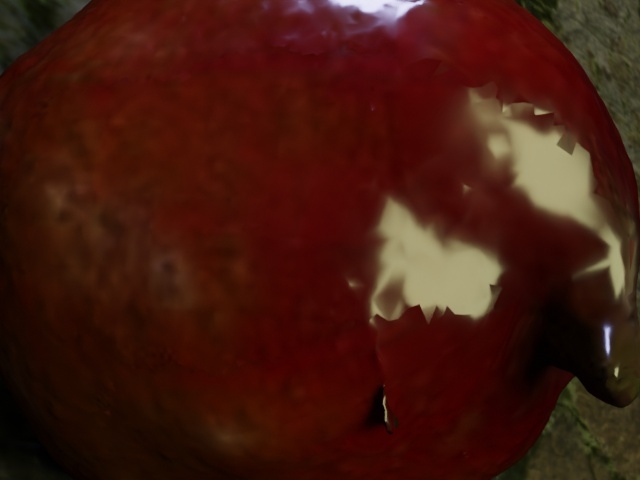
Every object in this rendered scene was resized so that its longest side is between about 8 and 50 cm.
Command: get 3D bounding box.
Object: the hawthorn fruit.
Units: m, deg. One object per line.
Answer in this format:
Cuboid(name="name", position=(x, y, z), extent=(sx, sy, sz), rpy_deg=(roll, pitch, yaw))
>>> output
Cuboid(name="hawthorn fruit", position=(-0.010, -0.011, 0.504), extent=(0.295, 0.311, 0.295), rpy_deg=(32, 47, -42))
